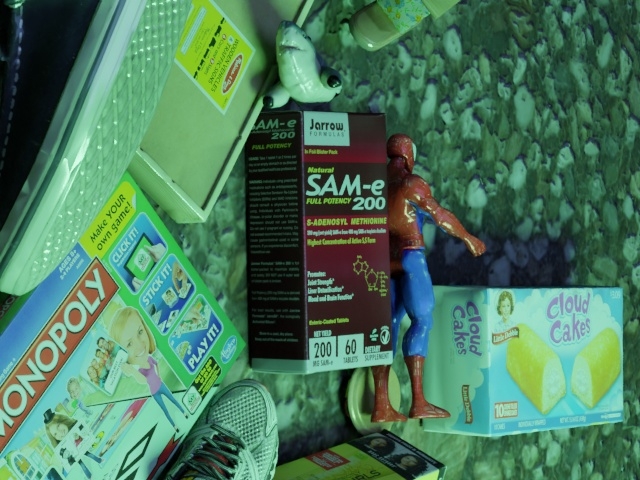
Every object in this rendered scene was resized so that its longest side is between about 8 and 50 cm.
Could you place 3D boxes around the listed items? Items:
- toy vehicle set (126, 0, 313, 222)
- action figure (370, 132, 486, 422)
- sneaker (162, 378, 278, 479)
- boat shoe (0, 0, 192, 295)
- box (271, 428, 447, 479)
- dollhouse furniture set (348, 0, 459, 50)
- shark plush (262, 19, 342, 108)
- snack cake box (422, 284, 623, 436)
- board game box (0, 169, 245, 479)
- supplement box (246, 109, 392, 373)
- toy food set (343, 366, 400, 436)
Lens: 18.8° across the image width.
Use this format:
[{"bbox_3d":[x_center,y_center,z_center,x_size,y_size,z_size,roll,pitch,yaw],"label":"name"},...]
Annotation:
[{"bbox_3d":[-0.108,-0.169,1.702,0.166,0.035,0.266,49,54,-38],"label":"toy vehicle set"},{"bbox_3d":[0.106,0.035,1.902,0.139,0.091,0.280,3,81,-45],"label":"action figure"},{"bbox_3d":[-0.094,0.214,1.647,0.092,0.088,0.225,111,3,-61],"label":"sneaker"},{"bbox_3d":[-0.185,-0.204,1.463,0.187,0.156,0.500,-40,148,-77],"label":"boat shoe"},{"bbox_3d":[0.012,0.239,1.793,0.232,0.087,0.058,-12,124,-48],"label":"box"},{"bbox_3d":[0.047,-0.311,1.764,0.242,0.212,0.161,54,44,0],"label":"dollhouse furniture set"},{"bbox_3d":[-0.002,-0.160,1.774,0.161,0.073,0.067,-2,76,-66],"label":"shark plush"},{"bbox_3d":[0.217,0.122,2.048,0.264,0.089,0.152,1,90,-50],"label":"snack cake box"},{"bbox_3d":[-0.200,0.125,1.581,0.317,0.046,0.213,-57,131,-33],"label":"board game box"},{"bbox_3d":[0.000,0.000,1.801,0.130,0.073,0.239,-3,91,-50],"label":"supplement box"},{"bbox_3d":[0.051,0.153,1.901,0.083,0.020,0.082,29,67,-46],"label":"toy food set"}]
